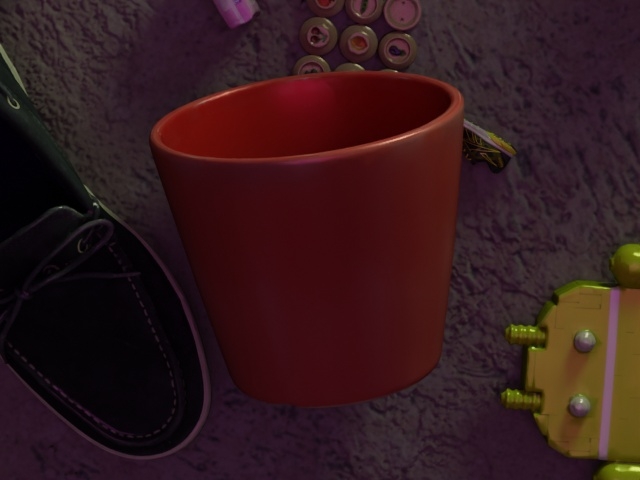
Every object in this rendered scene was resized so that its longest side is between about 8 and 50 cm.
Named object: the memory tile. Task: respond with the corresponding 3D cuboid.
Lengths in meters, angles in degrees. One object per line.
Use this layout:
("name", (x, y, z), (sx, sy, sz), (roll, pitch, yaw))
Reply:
("memory tile", (0.031, -0.167, 1.751), (0.113, 0.012, 0.148), (11, 96, -1))

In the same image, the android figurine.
("android figurine", (0.306, 0.125, 1.762), (0.273, 0.056, 0.248), (5, 96, -2))

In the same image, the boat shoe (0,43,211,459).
("boat shoe", (-0.267, 0.005, 1.676), (0.187, 0.156, 0.500), (-27, 108, 9))

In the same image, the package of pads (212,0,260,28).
("package of pads", (-0.089, -0.237, 1.724), (0.032, 0.050, 0.083), (-30, 96, 9))

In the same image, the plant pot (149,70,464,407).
("plant pot", (0.000, 0.000, 1.655), (0.275, 0.275, 0.243), (-7, 110, 1))

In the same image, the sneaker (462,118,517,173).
("sneaker", (0.142, -0.091, 1.749), (0.083, 0.031, 0.035), (28, 96, -3))
